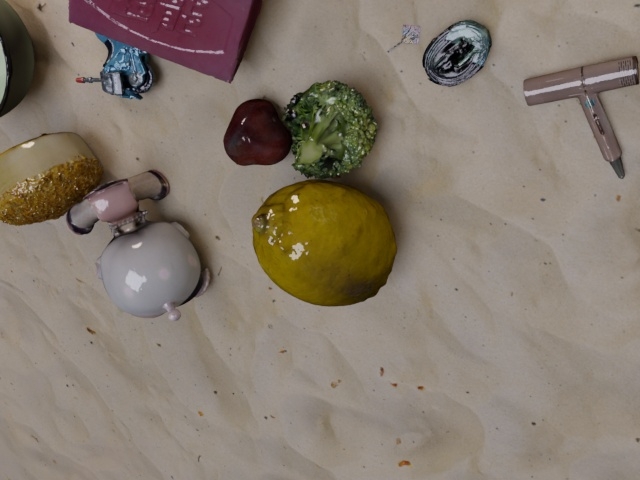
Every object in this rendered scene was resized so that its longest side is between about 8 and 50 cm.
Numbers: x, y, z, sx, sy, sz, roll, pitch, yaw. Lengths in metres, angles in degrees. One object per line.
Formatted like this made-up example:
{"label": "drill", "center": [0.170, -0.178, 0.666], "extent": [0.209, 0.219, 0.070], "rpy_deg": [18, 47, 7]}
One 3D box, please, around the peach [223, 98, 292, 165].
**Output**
{"label": "peach", "center": [-0.136, -0.226, 1.522], "extent": [0.152, 0.152, 0.152], "rpy_deg": [9, 115, 21]}

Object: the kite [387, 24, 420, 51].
{"label": "kite", "center": [0.163, -0.402, 1.392], "extent": [0.078, 0.002, 0.044], "rpy_deg": [-8, 108, 27]}

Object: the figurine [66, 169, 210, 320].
{"label": "figurine", "center": [-0.447, 0.025, 1.710], "extent": [0.253, 0.211, 0.361], "rpy_deg": [-23, 104, 4]}

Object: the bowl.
{"label": "bowl", "center": [-0.828, -0.460, 1.710], "extent": [0.354, 0.185, 0.353], "rpy_deg": [9, 115, 20]}

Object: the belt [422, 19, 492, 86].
{"label": "belt", "center": [0.260, -0.353, 1.336], "extent": [0.105, 0.058, 0.140], "rpy_deg": [45, 122, -3]}

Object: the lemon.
{"label": "lemon", "center": [0.005, 0.001, 1.463], "extent": [0.316, 0.285, 0.285], "rpy_deg": [33, 123, -14]}

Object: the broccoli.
{"label": "broccoli", "center": [0.009, -0.221, 1.442], "extent": [0.226, 0.176, 0.198], "rpy_deg": [-36, 97, 17]}

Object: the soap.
{"label": "soap", "center": [-0.305, -0.492, 1.417], "extent": [0.360, 0.128, 0.233], "rpy_deg": [20, 136, -5]}

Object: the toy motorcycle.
{"label": "toy motorcycle", "center": [-0.467, -0.454, 1.590], "extent": [0.182, 0.123, 0.272], "rpy_deg": [3, 113, 12]}

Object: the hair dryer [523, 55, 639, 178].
{"label": "hair dryer", "center": [0.492, -0.213, 1.304], "extent": [0.195, 0.053, 0.220], "rpy_deg": [-6, 116, 28]}

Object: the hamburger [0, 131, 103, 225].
{"label": "hamburger", "center": [-0.676, -0.144, 1.733], "extent": [0.294, 0.276, 0.179], "rpy_deg": [-22, 94, 44]}
